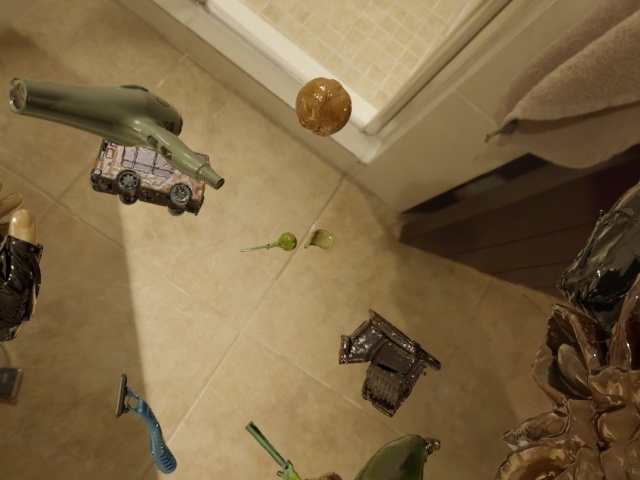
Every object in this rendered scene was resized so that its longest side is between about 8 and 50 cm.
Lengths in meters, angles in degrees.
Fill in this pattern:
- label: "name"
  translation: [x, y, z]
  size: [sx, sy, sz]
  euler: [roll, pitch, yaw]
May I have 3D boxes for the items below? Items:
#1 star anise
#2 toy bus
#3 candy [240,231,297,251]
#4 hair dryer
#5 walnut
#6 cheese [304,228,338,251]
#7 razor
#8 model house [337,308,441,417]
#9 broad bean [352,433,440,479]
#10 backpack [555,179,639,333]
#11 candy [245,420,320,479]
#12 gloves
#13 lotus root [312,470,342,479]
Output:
- label: "star anise"
  translation: [0.219, 0.126, 0.278]
  size: [0.109, 0.292, 0.350]
  euler: [32, 70, -13]
- label: "toy bus"
  translation: [-0.521, -0.206, 1.397]
  size: [0.323, 0.162, 0.194]
  euler: [14, 72, -19]
- label: "candy"
  translation: [-0.171, 0.018, 1.475]
  size: [0.193, 0.058, 0.062]
  euler: [-12, 85, 5]
- label: "hair dryer"
  translation: [-0.252, -0.138, 0.553]
  size: [0.219, 0.225, 0.088]
  euler: [8, 119, -41]
- label: "walnut"
  translation: [0.010, -0.457, 1.533]
  size: [0.195, 0.221, 0.195]
  euler: [0, 92, -10]
- label: "cheese"
  translation: [0.001, 0.000, 1.213]
  size: [0.084, 0.041, 0.060]
  euler: [14, 116, -26]
- label: "razor"
  translation: [-0.306, 0.348, 0.808]
  size: [0.042, 0.082, 0.253]
  euler: [-12, 126, -8]
- label: "model house"
  translation: [0.133, 0.265, 0.985]
  size: [0.203, 0.141, 0.164]
  euler: [37, 87, 28]
- label: "broad bean"
  translation: [0.033, 0.199, 0.282]
  size: [0.065, 0.254, 0.046]
  euler: [23, 112, 12]
- label: "backpack"
  translation: [0.312, 0.016, 0.428]
  size: [0.165, 0.106, 0.120]
  euler: [-43, 95, 9]
- label: "candy"
  translation: [-0.069, 0.471, 0.921]
  size: [0.262, 0.077, 0.073]
  euler: [53, 35, -11]
- label: "gloves"
  translation: [-0.405, 0.024, 0.536]
  size: [0.164, 0.124, 0.204]
  euler: [-12, 84, 18]
- label: "lotus root"
  translation: [0.016, 0.799, 1.325]
  size: [0.193, 0.291, 0.193]
  euler: [-6, 65, 14]
